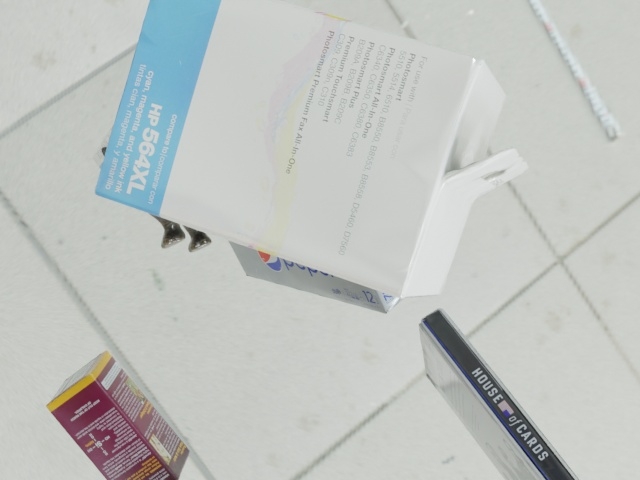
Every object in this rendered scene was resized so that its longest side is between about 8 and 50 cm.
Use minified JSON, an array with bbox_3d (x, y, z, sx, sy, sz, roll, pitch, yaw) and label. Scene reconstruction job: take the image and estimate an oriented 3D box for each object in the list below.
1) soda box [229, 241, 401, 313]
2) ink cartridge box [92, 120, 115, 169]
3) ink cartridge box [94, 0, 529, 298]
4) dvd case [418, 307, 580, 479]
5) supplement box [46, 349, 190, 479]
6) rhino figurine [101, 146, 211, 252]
[{"bbox_3d":[0.000,0.000,1.364,0.091,0.286,0.098,-39,118,-26],"label":"soda box"},{"bbox_3d":[-0.236,-0.171,1.669,0.086,0.148,0.203,31,94,-24],"label":"ink cartridge box"},{"bbox_3d":[0.005,-0.036,0.447,0.143,0.092,0.090,19,94,15],"label":"ink cartridge box"},{"bbox_3d":[0.173,0.185,1.054,0.029,0.179,0.238,-34,68,-7],"label":"dvd case"},{"bbox_3d":[-0.269,0.255,1.543,0.081,0.104,0.188,-36,99,9],"label":"supplement box"},{"bbox_3d":[-0.136,-0.052,1.029,0.073,0.243,0.106,-26,84,3],"label":"rhino figurine"}]
